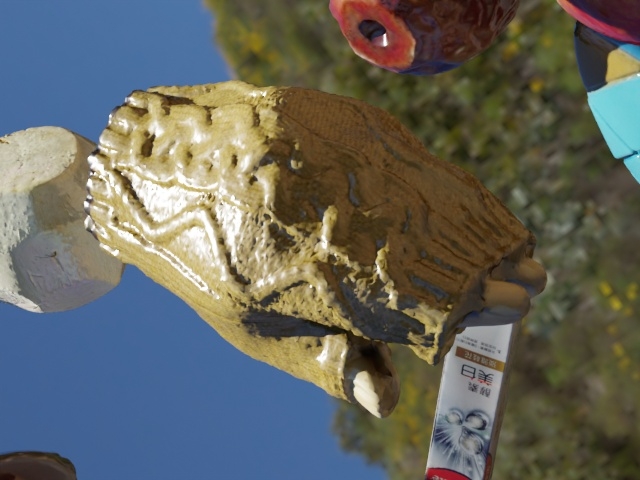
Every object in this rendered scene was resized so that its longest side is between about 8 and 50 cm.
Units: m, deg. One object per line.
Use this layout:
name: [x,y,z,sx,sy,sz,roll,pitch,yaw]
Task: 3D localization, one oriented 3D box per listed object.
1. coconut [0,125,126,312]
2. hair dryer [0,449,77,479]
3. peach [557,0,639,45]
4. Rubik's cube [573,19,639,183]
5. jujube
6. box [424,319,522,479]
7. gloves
coconut: [-0.246,-0.012,1.710,0.161,0.161,0.162,-98,-4,-54]
hair dryer: [-0.223,0.308,1.637,0.340,0.123,0.312,17,-154,19]
peach: [0.256,-0.233,1.453,0.197,0.197,0.197,46,-159,-23]
Rubik's cube: [0.320,-0.115,1.591,0.254,0.254,0.254,46,-159,-23]
jujube: [0.107,-0.258,1.667,0.174,0.174,0.250,47,-127,-20]
box: [0.128,0.121,1.571,0.055,0.218,0.039,18,-143,16]
gloves: [-0.013,-0.005,1.327,0.356,0.203,0.155,19,178,25]
